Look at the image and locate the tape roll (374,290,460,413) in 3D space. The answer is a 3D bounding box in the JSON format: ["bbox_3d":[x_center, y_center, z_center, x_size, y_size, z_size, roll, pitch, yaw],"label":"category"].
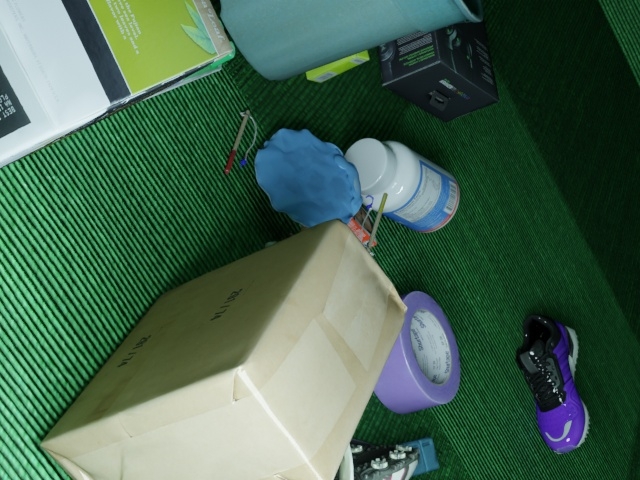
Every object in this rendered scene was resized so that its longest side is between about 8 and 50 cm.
[{"bbox_3d":[0.147,0.182,1.983,0.189,0.080,0.189,33,47,-45],"label":"tape roll"}]

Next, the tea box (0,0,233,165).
[{"bbox_3d":[-0.325,-0.187,1.198,0.220,0.329,0.323,65,30,-8],"label":"tea box"}]

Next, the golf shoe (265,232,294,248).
[{"bbox_3d":[-0.061,0.046,1.765,0.086,0.069,0.176,48,29,1],"label":"golf shoe"}]

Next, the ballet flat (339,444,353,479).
[{"bbox_3d":[-0.032,0.356,1.467,0.139,0.139,0.400,41,53,-40],"label":"ballet flat"}]

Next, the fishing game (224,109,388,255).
[{"bbox_3d":[-0.021,-0.089,1.847,0.264,0.041,0.189,27,48,-15],"label":"fishing game"}]

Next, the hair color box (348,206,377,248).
[{"bbox_3d":[0.031,-0.047,1.948,0.141,0.043,0.072,45,23,-37],"label":"hair color box"}]

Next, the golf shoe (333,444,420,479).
[{"bbox_3d":[0.050,0.357,1.667,0.273,0.105,0.120,-22,110,-55],"label":"golf shoe"}]

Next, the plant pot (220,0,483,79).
[{"bbox_3d":[0.024,-0.418,1.838,0.341,0.334,0.341,55,21,-34],"label":"plant pot"}]

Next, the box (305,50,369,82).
[{"bbox_3d":[0.010,-0.367,2.048,0.042,0.109,0.178,4,70,-53],"label":"box"}]

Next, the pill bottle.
[{"bbox_3d":[0.133,-0.098,2.077,0.221,0.124,0.124,24,53,-50],"label":"pill bottle"}]

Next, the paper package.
[{"bbox_3d":[-0.099,0.158,1.379,0.168,0.309,0.325,57,31,-17],"label":"paper package"}]

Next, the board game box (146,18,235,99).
[{"bbox_3d":[-0.292,-0.378,1.631,0.390,0.050,0.390,-36,104,-58],"label":"board game box"}]

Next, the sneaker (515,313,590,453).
[{"bbox_3d":[0.439,0.271,2.391,0.146,0.102,0.293,36,40,-38],"label":"sneaker"}]

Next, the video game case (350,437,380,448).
[{"bbox_3d":[0.011,0.387,1.694,0.275,0.035,0.248,26,52,-50],"label":"video game case"}]

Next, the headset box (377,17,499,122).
[{"bbox_3d":[0.221,-0.391,2.375,0.246,0.131,0.283,20,57,-53],"label":"headset box"}]

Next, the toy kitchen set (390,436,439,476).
[{"bbox_3d":[0.202,0.398,1.862,0.122,0.166,0.207,1,73,-58],"label":"toy kitchen set"}]

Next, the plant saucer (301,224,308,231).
[{"bbox_3d":[0.000,0.000,1.915,0.083,0.015,0.083,35,45,-45],"label":"plant saucer"}]
